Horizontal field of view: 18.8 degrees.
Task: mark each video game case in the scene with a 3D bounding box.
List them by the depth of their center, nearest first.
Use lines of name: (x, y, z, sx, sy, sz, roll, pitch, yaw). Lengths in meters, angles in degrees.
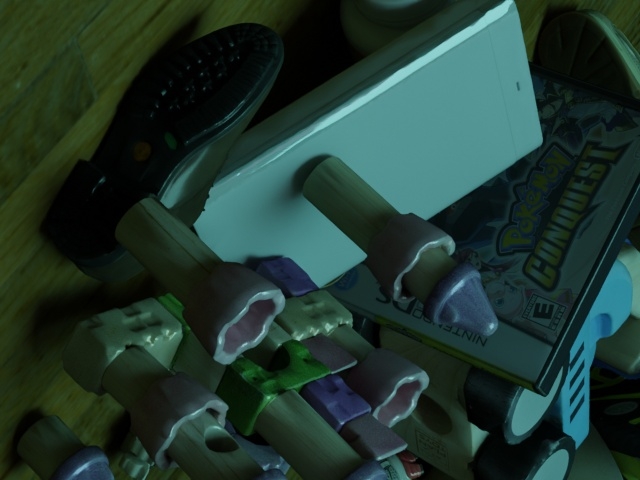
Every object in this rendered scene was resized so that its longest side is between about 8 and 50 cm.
video game case: (0.152, -0.030, 1.732, 0.275, 0.248, 0.035, -62, 151, -9)

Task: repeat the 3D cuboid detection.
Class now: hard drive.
hard drive: (0.036, -0.064, 1.583, 0.307, 0.040, 0.203, -33, 146, -8)

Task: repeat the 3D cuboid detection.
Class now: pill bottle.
pill bottle: (0.084, -0.167, 1.646, 0.117, 0.117, 0.215, -56, 152, -21)

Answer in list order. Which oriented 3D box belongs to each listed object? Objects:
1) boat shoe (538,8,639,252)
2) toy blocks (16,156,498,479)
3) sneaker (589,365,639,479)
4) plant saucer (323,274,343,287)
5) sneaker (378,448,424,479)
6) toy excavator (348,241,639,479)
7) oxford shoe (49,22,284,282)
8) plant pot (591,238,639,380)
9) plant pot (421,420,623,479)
boat shoe: (0.334, -0.107, 2.023, 0.109, 0.302, 0.098, -31, 177, 30)
toy blocks: (-0.025, 0.140, 1.446, 0.288, 0.260, 0.309, -17, 143, -52)
sneaker: (0.348, 0.234, 2.174, 0.145, 0.384, 0.147, -18, 99, -18)
plant saucer: (0.000, 0.000, 1.718, 0.083, 0.015, 0.083, -15, 113, -40)
sneaker: (0.030, 0.305, 1.985, 0.092, 0.088, 0.225, -6, 122, -33)
toy excavator: (0.237, 0.082, 1.970, 0.445, 0.222, 0.433, -45, 148, -27)
oxford shoe: (-0.106, -0.065, 1.427, 0.227, 0.083, 0.096, -49, 154, -9)
plant pot: (0.432, 0.136, 2.418, 0.236, 0.236, 0.212, 2, 116, -61)
plant pot: (0.203, 0.327, 2.143, 0.191, 0.284, 0.284, -17, 132, -18)
